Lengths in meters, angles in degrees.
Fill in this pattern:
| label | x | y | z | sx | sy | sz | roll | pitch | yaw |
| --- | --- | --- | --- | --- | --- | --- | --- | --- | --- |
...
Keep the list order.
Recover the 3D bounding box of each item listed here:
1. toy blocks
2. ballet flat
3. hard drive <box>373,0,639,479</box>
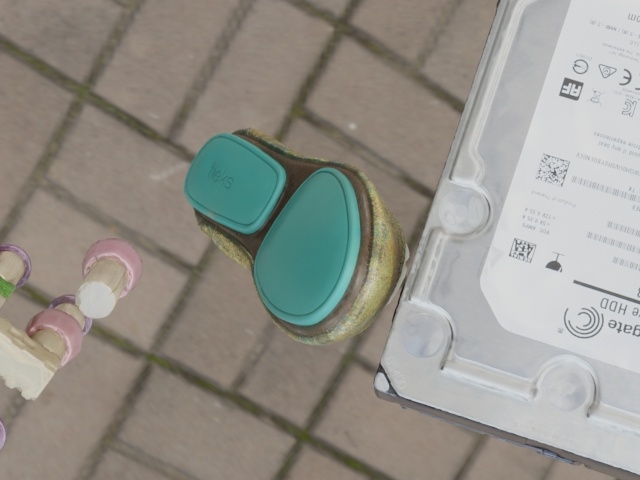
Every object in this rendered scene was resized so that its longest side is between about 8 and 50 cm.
| label | x | y | z | sx | sy | sz | roll | pitch | yaw |
| --- | --- | --- | --- | --- | --- | --- | --- | --- | --- |
| toy blocks | -0.386 | 0.053 | 1.709 | 0.288 | 0.260 | 0.309 | 36 | 104 | -8 |
| ballet flat | 0.000 | 0.000 | 1.140 | 0.123 | 0.348 | 0.123 | -6 | 109 | -20 |
| hard drive | 0.195 | -0.022 | 1.024 | 0.237 | 0.064 | 0.339 | 18 | 80 | 9 |
